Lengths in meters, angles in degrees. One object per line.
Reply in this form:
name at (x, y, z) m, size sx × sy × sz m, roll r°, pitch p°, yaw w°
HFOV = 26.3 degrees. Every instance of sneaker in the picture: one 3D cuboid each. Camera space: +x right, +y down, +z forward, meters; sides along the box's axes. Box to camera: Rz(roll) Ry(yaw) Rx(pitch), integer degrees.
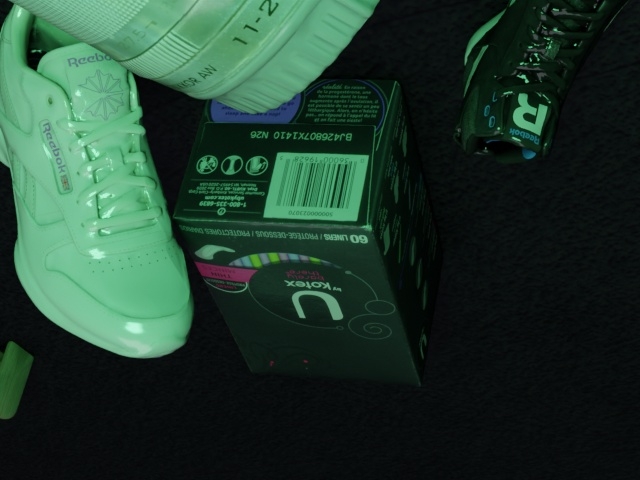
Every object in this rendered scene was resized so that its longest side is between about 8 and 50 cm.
sneaker at (-0.178, -0.054, 1.011) m, size 0.114 × 0.305 × 0.152 m, roll -15°, pitch 154°, yaw -31°
sneaker at (0.157, -0.124, 0.912) m, size 0.079 × 0.121 × 0.217 m, roll 17°, pitch 149°, yaw -10°

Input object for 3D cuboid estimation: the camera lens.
camera lens at (-0.105, -0.219, 0.750) m, size 0.274 × 0.219 × 0.219 m, roll 28°, pitch 146°, yaw -26°

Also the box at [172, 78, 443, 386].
box at (0.000, 0.000, 1.155) m, size 0.165 × 0.143 × 0.270 m, roll 3°, pitch 149°, yaw 16°

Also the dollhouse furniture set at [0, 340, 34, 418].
dollhouse furniture set at (-0.503, 0.164, 1.594) m, size 0.212 × 0.161 × 0.242 m, roll -8°, pitch 144°, yaw 30°
